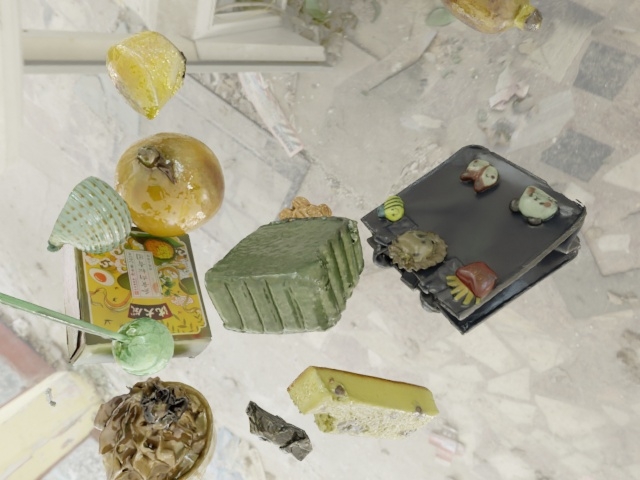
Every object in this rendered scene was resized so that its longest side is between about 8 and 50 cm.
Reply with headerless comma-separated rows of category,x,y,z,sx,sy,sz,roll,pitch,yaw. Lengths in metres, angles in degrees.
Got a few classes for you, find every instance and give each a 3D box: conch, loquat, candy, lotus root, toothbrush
conch,-0.486,-0.037,1.009,0.131,0.200,0.172,28,134,-17
loquat,-0.461,-0.177,1.388,0.328,0.328,0.359,33,167,12
candy,-0.405,0.158,0.821,0.119,0.119,0.440,18,162,23
lotus root,0.389,-0.594,1.092,0.314,0.141,0.169,41,109,-1
toothbrush,-0.648,0.378,1.106,0.017,0.014,0.194,25,145,-12

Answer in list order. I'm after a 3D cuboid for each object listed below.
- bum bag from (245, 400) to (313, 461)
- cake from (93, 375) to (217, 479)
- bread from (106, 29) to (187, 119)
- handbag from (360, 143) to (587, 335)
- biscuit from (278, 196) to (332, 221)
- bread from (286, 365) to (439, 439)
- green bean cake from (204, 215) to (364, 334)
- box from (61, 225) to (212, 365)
bum bag,-0.132,0.585,1.408,0.248,0.069,0.102,21,125,27
cake,-0.471,0.551,1.337,0.332,0.332,0.321,27,145,16
bread,-0.446,-0.426,1.186,0.197,0.170,0.197,36,156,19
handbag,0.272,-0.018,0.869,0.303,0.329,0.122,49,167,44
biscuit,0.000,0.000,1.357,0.288,0.202,0.044,54,168,-5
bread,0.051,0.208,0.577,0.226,0.049,0.088,22,124,-37
green bean cake,-0.046,0.047,0.756,0.223,0.227,0.125,-7,118,24
box,-0.557,0.150,1.397,0.138,0.373,0.420,-43,55,33
